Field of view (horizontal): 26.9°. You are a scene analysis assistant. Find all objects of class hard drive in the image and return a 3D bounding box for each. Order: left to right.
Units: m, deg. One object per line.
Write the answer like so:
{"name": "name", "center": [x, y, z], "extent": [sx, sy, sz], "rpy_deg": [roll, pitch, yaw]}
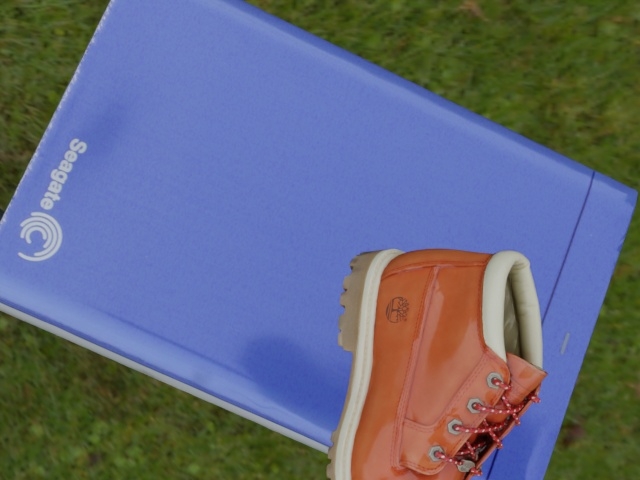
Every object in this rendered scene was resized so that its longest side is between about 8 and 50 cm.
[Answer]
{"name": "hard drive", "center": [0.000, 0.000, 0.738], "extent": [0.319, 0.040, 0.210], "rpy_deg": [25, 73, -7]}

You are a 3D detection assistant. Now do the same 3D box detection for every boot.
{"name": "boot", "center": [0.051, 0.077, 0.546], "extent": [0.059, 0.084, 0.158], "rpy_deg": [21, 68, -54]}

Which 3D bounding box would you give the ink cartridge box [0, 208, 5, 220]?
{"name": "ink cartridge box", "center": [-0.331, -0.008, 0.965], "extent": [0.333, 0.165, 0.065], "rpy_deg": [-2, 121, -52]}
